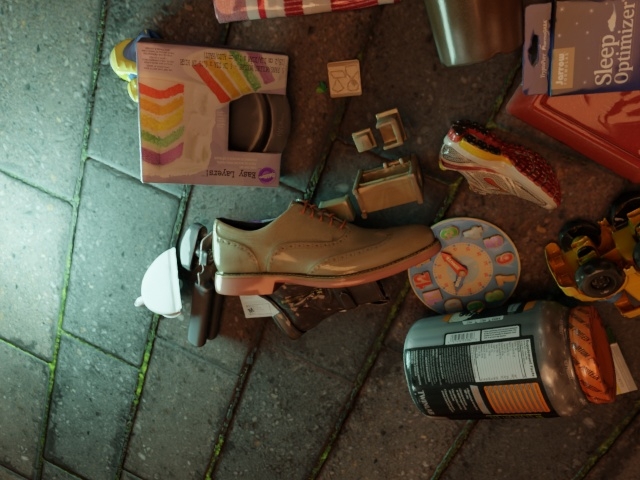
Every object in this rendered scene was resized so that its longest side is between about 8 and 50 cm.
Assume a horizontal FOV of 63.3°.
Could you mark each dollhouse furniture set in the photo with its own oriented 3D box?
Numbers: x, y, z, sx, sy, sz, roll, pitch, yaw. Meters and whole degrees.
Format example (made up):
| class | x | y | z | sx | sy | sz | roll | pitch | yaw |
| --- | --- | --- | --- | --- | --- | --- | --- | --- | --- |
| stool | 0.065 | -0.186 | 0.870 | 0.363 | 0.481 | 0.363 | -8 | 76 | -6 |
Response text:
| class | x | y | z | sx | sy | sz | roll | pitch | yaw |
| --- | --- | --- | --- | --- | --- | --- | --- | --- | --- |
| dollhouse furniture set | 0.073 | -0.134 | 0.914 | 0.181 | 0.101 | 0.161 | -14 | 118 | 20 |

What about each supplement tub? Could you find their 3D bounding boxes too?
| class | x | y | z | sx | sy | sz | roll | pitch | yaw |
| --- | --- | --- | --- | --- | --- | --- | --- | --- | --- |
| supplement tub | 0.324 | 0.211 | 0.908 | 0.315 | 0.193 | 0.194 | -15 | 107 | 35 |

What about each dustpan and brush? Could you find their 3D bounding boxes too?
| class | x | y | z | sx | sy | sz | roll | pitch | yaw |
| --- | --- | --- | --- | --- | --- | --- | --- | --- | --- |
| dustpan and brush | -0.369 | 0.115 | 1.167 | 0.211 | 0.060 | 0.147 | -21 | 70 | 29 |

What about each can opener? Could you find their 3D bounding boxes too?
| class | x | y | z | sx | sy | sz | roll | pitch | yaw |
| --- | --- | --- | --- | --- | --- | --- | --- | --- | --- |
| can opener | -0.261 | 0.095 | 1.135 | 0.095 | 0.076 | 0.284 | 25 | 118 | 23 |

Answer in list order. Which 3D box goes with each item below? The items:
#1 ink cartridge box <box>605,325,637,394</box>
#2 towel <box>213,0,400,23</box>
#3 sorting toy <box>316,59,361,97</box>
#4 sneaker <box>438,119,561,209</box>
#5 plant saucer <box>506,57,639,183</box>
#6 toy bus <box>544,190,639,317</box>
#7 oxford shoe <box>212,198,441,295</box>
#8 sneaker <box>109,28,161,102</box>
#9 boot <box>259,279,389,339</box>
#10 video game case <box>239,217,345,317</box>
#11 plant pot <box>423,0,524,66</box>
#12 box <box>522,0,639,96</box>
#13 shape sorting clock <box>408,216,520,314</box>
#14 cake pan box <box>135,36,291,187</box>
| class | x | y | z | sx | sy | sz | roll | pitch | yaw |
| --- | --- | --- | --- | --- | --- | --- | --- | --- | --- |
| ink cartridge box | 0.468 | 0.252 | 0.989 | 0.209 | 0.062 | 0.109 | -24 | 104 | 24 |
| towel | -0.037 | -0.497 | 0.847 | 0.328 | 0.037 | 0.237 | 1 | 112 | 15 |
| sorting toy | 0.030 | -0.287 | 0.925 | 0.083 | 0.012 | 0.062 | -2 | 115 | 13 |
| sneaker | 0.306 | -0.117 | 0.886 | 0.225 | 0.088 | 0.093 | 30 | 137 | 3 |
| plant saucer | 0.470 | -0.249 | 0.796 | 0.259 | 0.048 | 0.259 | 30 | 116 | 2 |
| toy bus | 0.523 | 0.052 | 0.862 | 0.220 | 0.149 | 0.211 | -30 | 117 | 26 |
| oxford shoe | 0.000 | 0.000 | 0.876 | 0.396 | 0.140 | 0.147 | -8 | 98 | 6 |
| sneaker | -0.288 | -0.286 | 0.973 | 0.126 | 0.091 | 0.240 | -33 | 98 | 24 |
| boot | -0.017 | 0.053 | 0.999 | 0.229 | 0.091 | 0.263 | -31 | 104 | 18 |
| video game case | -0.072 | 0.055 | 1.075 | 0.231 | 0.042 | 0.210 | -7 | 109 | 18 |
| plant pot | 0.227 | -0.357 | 0.767 | 0.166 | 0.167 | 0.165 | -10 | 116 | 19 |
| box | 0.414 | -0.284 | 0.752 | 0.225 | 0.036 | 0.137 | 0 | 111 | 17 |
| shape sorting clock | 0.268 | 0.055 | 0.979 | 0.206 | 0.040 | 0.206 | 6 | 113 | 14 |
| cake pan box | -0.188 | -0.221 | 0.935 | 0.266 | 0.070 | 0.246 | 2 | 115 | -13 |
